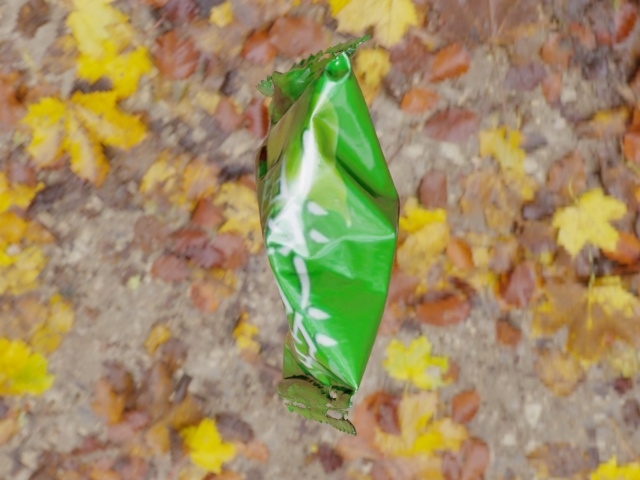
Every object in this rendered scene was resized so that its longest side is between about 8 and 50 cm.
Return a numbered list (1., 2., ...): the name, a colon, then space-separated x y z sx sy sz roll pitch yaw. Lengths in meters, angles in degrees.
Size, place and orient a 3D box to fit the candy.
1. candy: 0.004 0.000 0.774 0.078 0.141 0.203 -1 85 -2
